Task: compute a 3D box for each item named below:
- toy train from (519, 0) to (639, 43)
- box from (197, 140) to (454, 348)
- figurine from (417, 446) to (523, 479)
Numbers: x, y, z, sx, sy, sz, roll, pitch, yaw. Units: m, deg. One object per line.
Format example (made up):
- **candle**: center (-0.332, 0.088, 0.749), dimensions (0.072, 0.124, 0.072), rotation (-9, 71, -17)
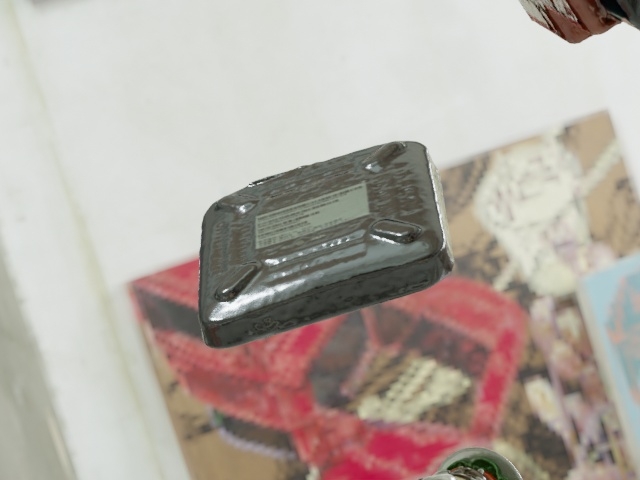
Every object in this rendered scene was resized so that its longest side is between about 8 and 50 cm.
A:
- **toy train**: center (0.184, -0.257, 1.334), dimensions (0.163, 0.231, 0.369), rotation (-38, 22, 2)
- **box**: center (0.000, 0.000, 2.022), dimensions (0.290, 0.073, 0.289), rotation (-17, 29, 8)
- **figurine**: center (0.149, 0.308, 2.019), dimensions (0.132, 0.132, 0.153), rotation (-13, -5, 33)
